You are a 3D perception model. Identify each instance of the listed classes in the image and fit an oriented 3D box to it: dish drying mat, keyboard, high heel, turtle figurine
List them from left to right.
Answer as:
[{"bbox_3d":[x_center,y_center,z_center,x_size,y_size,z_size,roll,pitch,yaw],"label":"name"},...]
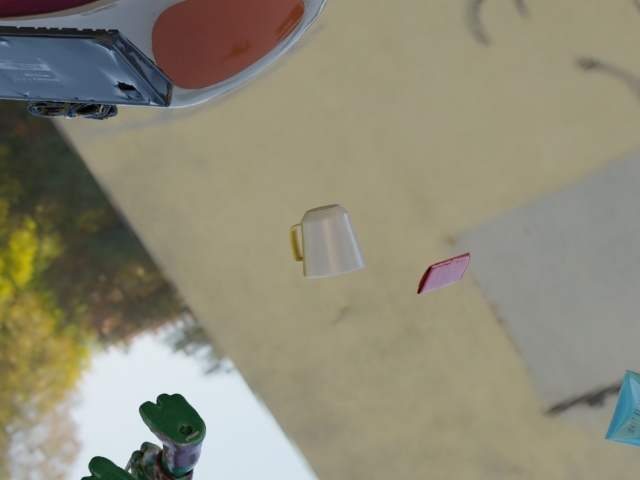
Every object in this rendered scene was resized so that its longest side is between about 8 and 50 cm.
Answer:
[{"bbox_3d":[-0.179,-0.110,1.049,0.180,0.108,0.023,6,-115,29],"label":"keyboard"},{"bbox_3d":[-0.191,-0.179,1.214,0.377,0.127,0.181,-14,-135,-16],"label":"high heel"},{"bbox_3d":[-0.138,0.234,1.307,0.234,0.118,0.175,98,9,-48],"label":"turtle figurine"},{"bbox_3d":[0.117,0.031,1.553,0.083,0.008,0.032,-14,134,-57],"label":"dish drying mat"}]

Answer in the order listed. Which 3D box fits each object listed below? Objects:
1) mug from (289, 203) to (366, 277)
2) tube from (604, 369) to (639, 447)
[{"bbox_3d":[0.001,0.000,1.602,0.078,0.064,0.062,-9,-172,16],"label":"mug"},{"bbox_3d":[0.382,0.190,1.572,0.052,0.207,0.080,-47,153,-66],"label":"tube"}]
